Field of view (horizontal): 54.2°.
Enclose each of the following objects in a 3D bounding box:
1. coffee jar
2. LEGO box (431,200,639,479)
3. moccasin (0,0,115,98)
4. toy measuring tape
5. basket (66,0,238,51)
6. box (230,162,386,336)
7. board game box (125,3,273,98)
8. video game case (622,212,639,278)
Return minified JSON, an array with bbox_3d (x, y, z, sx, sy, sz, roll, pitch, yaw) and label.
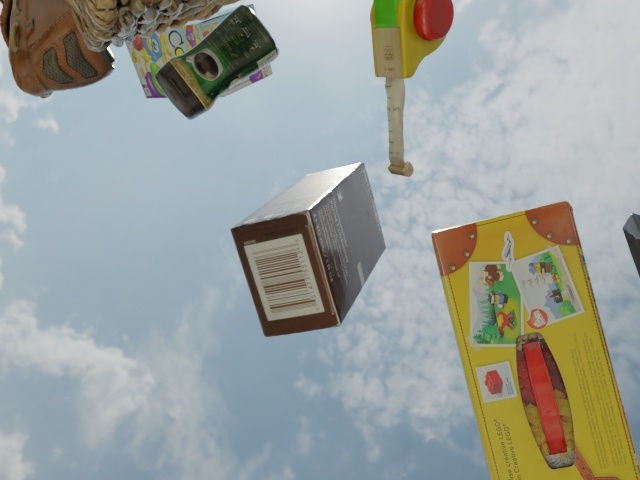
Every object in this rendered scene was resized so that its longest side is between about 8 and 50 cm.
[{"bbox_3d":[-0.162,-0.274,0.976,0.184,0.079,0.096,-38,-85,-3],"label":"coffee jar"},{"bbox_3d":[0.328,0.209,0.995,0.193,0.372,0.501,-14,-93,10],"label":"LEGO box"},{"bbox_3d":[-0.391,-0.300,0.885,0.146,0.139,0.380,-27,-133,-7],"label":"moccasin"},{"bbox_3d":[0.138,-0.264,0.918,0.121,0.121,0.330,11,-60,36],"label":"toy measuring tape"},{"bbox_3d":[-0.125,-0.313,0.443,0.223,0.299,0.213,-29,-163,-16],"label":"basket"},{"bbox_3d":[0.000,0.000,1.101,0.143,0.381,0.191,-11,-75,19],"label":"box"},{"bbox_3d":[-0.254,-0.382,1.287,0.275,0.144,0.142,11,-53,44],"label":"board game box"},{"bbox_3d":[0.510,0.087,0.741,0.248,0.275,0.035,16,-53,0],"label":"video game case"}]
